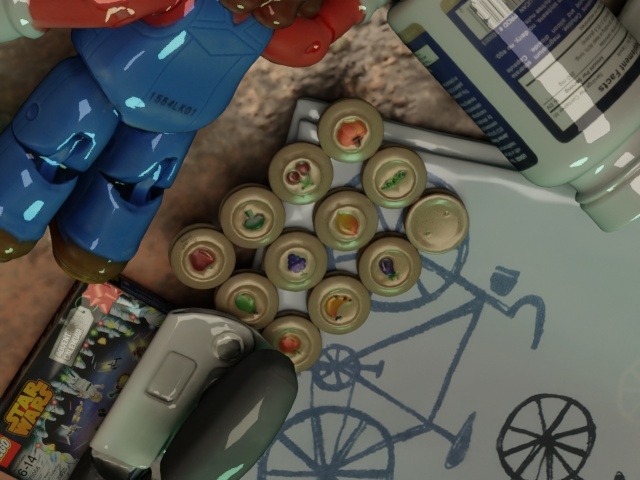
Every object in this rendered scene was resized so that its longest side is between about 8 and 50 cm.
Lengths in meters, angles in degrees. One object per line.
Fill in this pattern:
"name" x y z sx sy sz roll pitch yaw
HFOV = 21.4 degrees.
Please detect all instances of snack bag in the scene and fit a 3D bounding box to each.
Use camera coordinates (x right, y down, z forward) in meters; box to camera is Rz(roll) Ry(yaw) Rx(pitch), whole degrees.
"snack bag" 0.110 0.098 1.027 0.342 0.037 0.323 11 109 -10

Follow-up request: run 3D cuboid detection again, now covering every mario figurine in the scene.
"mario figurine" -0.072 -0.135 0.874 0.170 0.198 0.320 44 112 4

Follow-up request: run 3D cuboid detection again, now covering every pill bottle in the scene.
"pill bottle" 0.123 -0.089 0.914 0.094 0.094 0.169 -41 97 9

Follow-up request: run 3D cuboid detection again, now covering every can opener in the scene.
"can opener" -0.114 0.159 0.970 0.074 0.093 0.280 27 110 -19

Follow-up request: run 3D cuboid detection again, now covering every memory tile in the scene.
"memory tile" 0.000 0.000 0.952 0.148 0.012 0.113 -40 109 9

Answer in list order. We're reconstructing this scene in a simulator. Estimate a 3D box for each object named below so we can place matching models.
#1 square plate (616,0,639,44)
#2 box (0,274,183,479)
"square plate" 0.373 -0.155 0.907 0.344 0.049 0.347 19 124 -13
"box" -0.130 0.090 1.000 0.094 0.027 0.137 30 104 -16
